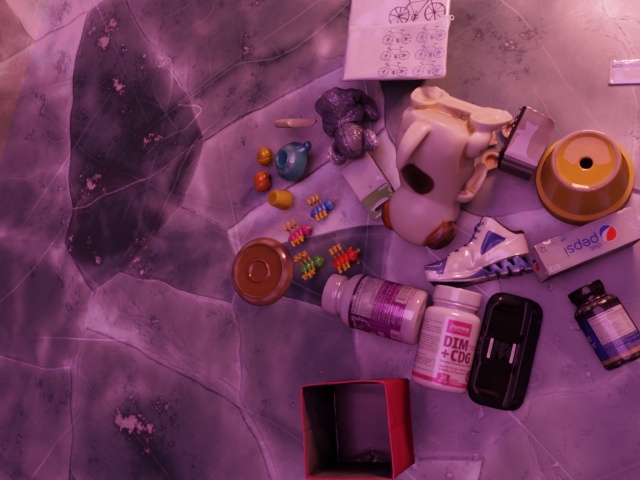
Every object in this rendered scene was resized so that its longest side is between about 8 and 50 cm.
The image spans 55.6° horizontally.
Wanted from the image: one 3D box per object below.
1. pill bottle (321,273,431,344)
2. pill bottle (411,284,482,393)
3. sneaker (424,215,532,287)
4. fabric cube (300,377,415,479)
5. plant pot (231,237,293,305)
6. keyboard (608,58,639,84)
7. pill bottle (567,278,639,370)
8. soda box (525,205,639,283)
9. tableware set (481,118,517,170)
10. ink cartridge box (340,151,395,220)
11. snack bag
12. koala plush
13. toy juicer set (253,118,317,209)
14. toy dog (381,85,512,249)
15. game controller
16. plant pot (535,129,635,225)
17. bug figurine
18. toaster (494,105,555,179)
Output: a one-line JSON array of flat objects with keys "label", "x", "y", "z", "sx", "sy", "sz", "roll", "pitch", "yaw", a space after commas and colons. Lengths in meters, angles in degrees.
[{"label": "pill bottle", "x": 0.163, "y": 0.195, "z": 1.819, "sx": 0.301, "sy": 0.169, "sz": 0.169, "roll": 14, "pitch": 86, "yaw": 24}, {"label": "pill bottle", "x": 0.364, "y": 0.278, "z": 1.726, "sx": 0.160, "sy": 0.160, "sz": 0.283, "roll": 11, "pitch": 85, "yaw": 23}, {"label": "sneaker", "x": 0.457, "y": 0.029, "z": 1.763, "sx": 0.315, "sy": 0.127, "sz": 0.182, "roll": -11, "pitch": 73, "yaw": 13}, {"label": "fabric cube", "x": 0.113, "y": 0.528, "z": 1.733, "sx": 0.254, "sy": 0.258, "sz": 0.259, "roll": -8, "pitch": 78, "yaw": 22}, {"label": "plant pot", "x": -0.206, "y": 0.104, "z": 2.060, "sx": 0.236, "sy": 0.032, "sz": 0.236, "roll": -4, "pitch": 80, "yaw": 22}, {"label": "keyboard", "x": 0.950, "y": -0.475, "z": 1.702, "sx": 0.256, "sy": 0.014, "sz": 0.072, "roll": 4, "pitch": 88, "yaw": 23}, {"label": "pill bottle", "x": 0.752, "y": 0.219, "z": 1.600, "sx": 0.122, "sy": 0.123, "sz": 0.219, "roll": -30, "pitch": 70, "yaw": 15}, {"label": "soda box", "x": 0.706, "y": 0.014, "z": 1.623, "sx": 0.286, "sy": 0.098, "sz": 0.091, "roll": -22, "pitch": 72, "yaw": -4}, {"label": "tableware set", "x": 0.543, "y": -0.285, "z": 1.829, "sx": 0.141, "sy": 0.020, "sz": 0.169, "roll": -15, "pitch": 75, "yaw": 19}, {"label": "ink cartridge box", "x": 0.165, "y": -0.169, "z": 1.939, "sx": 0.109, "sy": 0.062, "sz": 0.209, "roll": -36, "pitch": 70, "yaw": 12}, {"label": "snack bag", "x": 0.227, "y": -0.633, "z": 1.786, "sx": 0.323, "sy": 0.037, "sz": 0.343, "roll": 5, "pitch": 83, "yaw": 23}, {"label": "koala plush", "x": 0.084, "y": -0.352, "z": 1.924, "sx": 0.196, "sy": 0.203, "sz": 0.221, "roll": -18, "pitch": 72, "yaw": 19}, {"label": "toy juicer set", "x": -0.120, "y": -0.285, "z": 2.054, "sx": 0.209, "sy": 0.089, "sz": 0.329, "roll": 38, "pitch": 111, "yaw": 40}, {"label": "toy dog", "x": 0.327, "y": -0.173, "z": 1.716, "sx": 0.284, "sy": 0.395, "sz": 0.408, "roll": 21, "pitch": 125, "yaw": 19}, {"label": "game controller", "x": 0.514, "y": 0.309, "z": 1.687, "sx": 0.166, "sy": 0.067, "sz": 0.319, "roll": 14, "pitch": 85, "yaw": -2}, {"label": "plant pot", "x": 0.706, "y": -0.181, "z": 1.626, "sx": 0.254, "sy": 0.239, "sz": 0.254, "roll": -4, "pitch": 80, "yaw": 22}, {"label": "bug figurine", "x": 0.000, "y": 0.000, "z": 1.971, "sx": 0.216, "sy": 0.072, "sz": 0.279, "roll": -28, "pitch": 70, "yaw": 13}, {"label": "toaster", "x": 0.575, "y": -0.265, "z": 1.717, "sx": 0.110, "sy": 0.168, "sz": 0.186, "roll": 26, "pitch": 90, "yaw": 15}]
